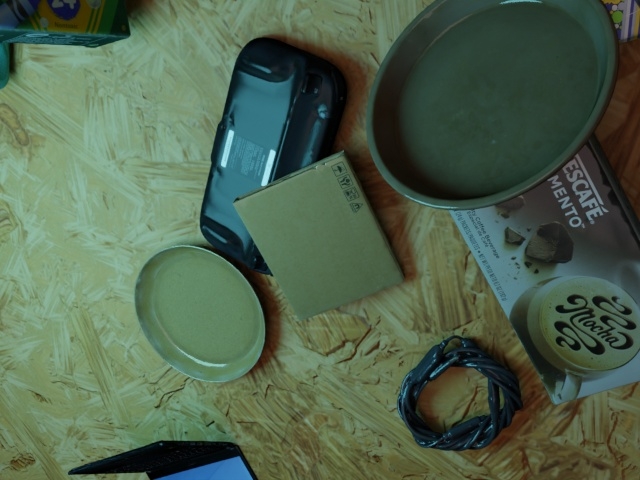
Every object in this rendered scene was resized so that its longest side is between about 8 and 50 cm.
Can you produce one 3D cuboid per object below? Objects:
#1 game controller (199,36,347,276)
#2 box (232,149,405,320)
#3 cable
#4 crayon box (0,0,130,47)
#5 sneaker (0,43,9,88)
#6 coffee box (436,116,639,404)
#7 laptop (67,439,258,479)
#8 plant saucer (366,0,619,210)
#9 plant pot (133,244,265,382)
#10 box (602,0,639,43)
[{"bbox_3d":[-0.075,-0.107,0.887,0.166,0.067,0.319,32,118,25],"label":"game controller"},{"bbox_3d":[0.000,0.000,0.864,0.164,0.021,0.201,-22,113,14],"label":"box"},{"bbox_3d":[0.192,0.226,0.907,0.150,0.047,0.185,32,115,3],"label":"cable"},{"bbox_3d":[-0.357,-0.406,0.773,0.083,0.203,0.323,-2,101,33],"label":"crayon box"},{"bbox_3d":[-0.470,-0.346,0.929,0.109,0.107,0.275,17,115,5],"label":"sneaker"},{"bbox_3d":[0.283,0.015,0.743,0.168,0.119,0.297,-26,98,29],"label":"coffee box"},{"bbox_3d":[-0.249,0.436,1.106,0.234,0.264,0.137,-25,62,27],"label":"laptop"},{"bbox_3d":[0.174,-0.159,0.690,0.277,0.041,0.278,-15,64,33],"label":"plant saucer"},{"bbox_3d":[-0.188,0.114,1.022,0.236,0.032,0.236,8,113,19],"label":"plant pot"},{"bbox_3d":[0.291,-0.287,0.664,0.059,0.054,0.169,-11,105,26],"label":"box"}]
